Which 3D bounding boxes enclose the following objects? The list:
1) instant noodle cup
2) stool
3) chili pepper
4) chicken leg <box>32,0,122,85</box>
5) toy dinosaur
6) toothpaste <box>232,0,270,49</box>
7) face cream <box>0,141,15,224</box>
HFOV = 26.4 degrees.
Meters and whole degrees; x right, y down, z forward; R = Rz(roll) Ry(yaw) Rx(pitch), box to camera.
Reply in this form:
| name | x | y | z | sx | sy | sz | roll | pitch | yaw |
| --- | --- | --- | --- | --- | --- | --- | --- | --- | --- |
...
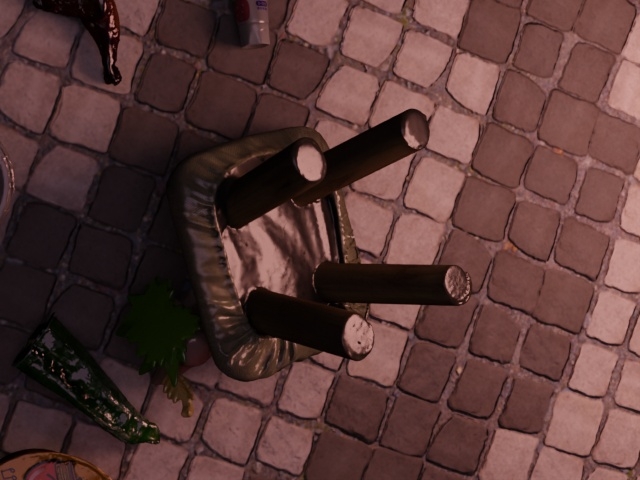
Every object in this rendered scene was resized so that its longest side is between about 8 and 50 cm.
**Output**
| name | x | y | z | sx | sy | sz | roll | pitch | yaw |
| --- | --- | --- | --- | --- | --- | --- | --- | --- | --- |
| instant noodle cup | -0.358 | 0.360 | 1.734 | 0.216 | 0.172 | 0.215 | -1 | 92 | -16 |
| stool | 0.000 | 0.000 | 1.746 | 0.310 | 0.226 | 0.310 | -21 | 97 | -46 |
| chili pepper | -0.296 | 0.198 | 1.809 | 0.227 | 0.059 | 0.088 | 41 | 76 | -16 |
| chicken leg | -0.312 | -0.303 | 1.790 | 0.093 | 0.053 | 0.205 | -40 | 96 | 12 |
| toy dinosaur | -0.172 | 0.120 | 1.828 | 0.194 | 0.152 | 0.177 | -56 | 144 | 1 |
| toothpaste | -0.099 | -0.360 | 1.857 | 0.067 | 0.043 | 0.194 | -7 | 89 | -13 |
| face cream | -0.475 | -0.068 | 1.695 | 0.177 | 0.153 | 0.177 | -1 | 92 | -18 |
